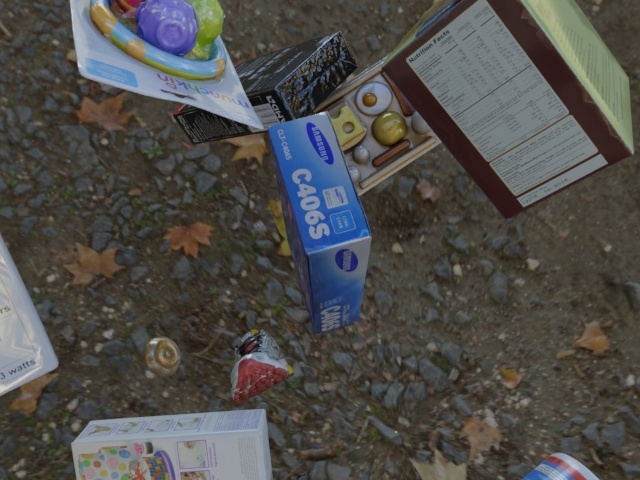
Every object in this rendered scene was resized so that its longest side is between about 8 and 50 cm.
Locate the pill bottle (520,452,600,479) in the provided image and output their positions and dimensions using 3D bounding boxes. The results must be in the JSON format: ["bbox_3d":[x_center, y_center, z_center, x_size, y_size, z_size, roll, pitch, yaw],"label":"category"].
[{"bbox_3d":[0.265,0.386,0.782,0.222,0.124,0.124,-32,71,-14],"label":"pill bottle"}]

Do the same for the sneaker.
[{"bbox_3d":[-0.102,0.184,0.923,0.088,0.225,0.092,-29,81,-5],"label":"sneaker"}]

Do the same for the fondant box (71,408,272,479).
[{"bbox_3d":[-0.254,0.440,1.099,0.331,0.096,0.238,-4,100,0],"label":"fondant box"}]

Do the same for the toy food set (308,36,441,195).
[{"bbox_3d":[0.107,-0.243,1.252,0.306,0.092,0.219,-33,86,1],"label":"toy food set"}]

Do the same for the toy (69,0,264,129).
[{"bbox_3d":[-0.127,-0.190,0.492,0.056,0.137,0.237,-58,40,29],"label":"toy"}]

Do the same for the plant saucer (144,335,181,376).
[{"bbox_3d":[-0.312,0.231,1.229,0.015,0.083,0.083,-27,66,39],"label":"plant saucer"}]

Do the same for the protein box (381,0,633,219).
[{"bbox_3d":[0.198,-0.171,0.625,0.201,0.136,0.199,48,39,-12],"label":"protein box"}]

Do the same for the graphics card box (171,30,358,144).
[{"bbox_3d":[-0.127,-0.320,1.314,0.371,0.094,0.233,0,40,46],"label":"graphics card box"}]

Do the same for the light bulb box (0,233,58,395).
[{"bbox_3d":[-0.471,0.003,0.493,0.358,0.360,0.225,-26,31,-29],"label":"light bulb box"}]

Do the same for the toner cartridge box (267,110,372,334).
[{"bbox_3d":[0.000,0.000,0.811,0.075,0.348,0.165,-16,69,-6],"label":"toner cartridge box"}]
